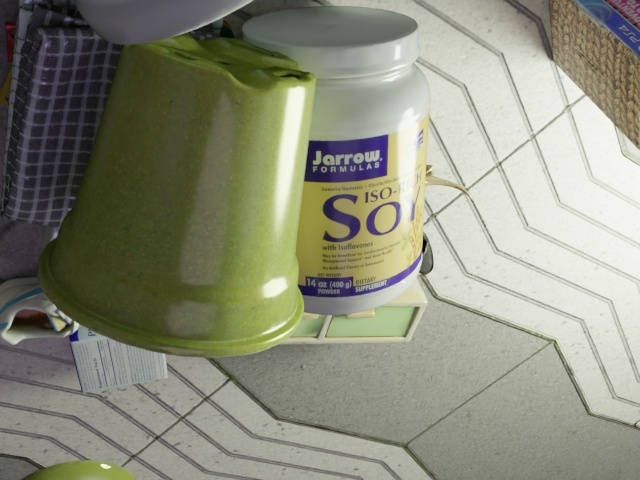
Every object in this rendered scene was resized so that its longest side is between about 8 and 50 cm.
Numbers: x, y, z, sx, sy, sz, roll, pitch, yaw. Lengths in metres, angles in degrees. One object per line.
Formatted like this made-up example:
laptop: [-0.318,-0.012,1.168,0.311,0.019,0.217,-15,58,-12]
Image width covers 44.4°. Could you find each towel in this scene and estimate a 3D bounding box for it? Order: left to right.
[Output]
towel: [-0.233,-0.135,0.899,0.235,0.121,0.283,5,129,-24]

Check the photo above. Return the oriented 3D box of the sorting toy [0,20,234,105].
sorting toy: [-0.245,-0.208,0.944,0.275,0.046,0.132,-4,131,-17]

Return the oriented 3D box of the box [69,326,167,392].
box: [-0.317,0.164,1.235,0.137,0.072,0.126,-8,133,-13]

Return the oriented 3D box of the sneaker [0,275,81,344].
sneaker: [-0.354,0.090,1.142,0.229,0.092,0.087,-15,132,-8]

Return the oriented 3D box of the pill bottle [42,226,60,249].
pill bottle: [-0.288,0.000,1.083,0.169,0.094,0.094,14,124,-29]

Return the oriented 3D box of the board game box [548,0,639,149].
board game box: [0.480,-0.282,1.006,0.291,0.232,0.141,-22,134,1]

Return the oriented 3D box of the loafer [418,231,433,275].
loafer: [0.147,0.009,1.266,0.062,0.061,0.170,-30,134,7]

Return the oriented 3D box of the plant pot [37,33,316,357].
plant pot: [-0.121,-0.065,0.776,0.276,0.276,0.253,5,114,-24]

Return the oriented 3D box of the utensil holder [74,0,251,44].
utensil holder: [-0.166,-0.405,0.607,0.328,0.327,0.385,-30,132,8]

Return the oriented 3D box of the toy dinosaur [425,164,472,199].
toy dinosaur: [0.143,-0.095,1.192,0.183,0.053,0.092,-6,148,-5]

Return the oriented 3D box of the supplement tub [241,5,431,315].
supplement tub: [0.013,-0.102,0.975,0.241,0.241,0.331,-8,120,-12]

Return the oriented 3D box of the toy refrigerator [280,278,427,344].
toy refrigerator: [0.030,0.110,1.293,0.270,0.094,0.102,3,129,-21]

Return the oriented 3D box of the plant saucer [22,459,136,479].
plant saucer: [-0.473,0.511,1.515,0.241,0.037,0.241,-10,132,-11]
